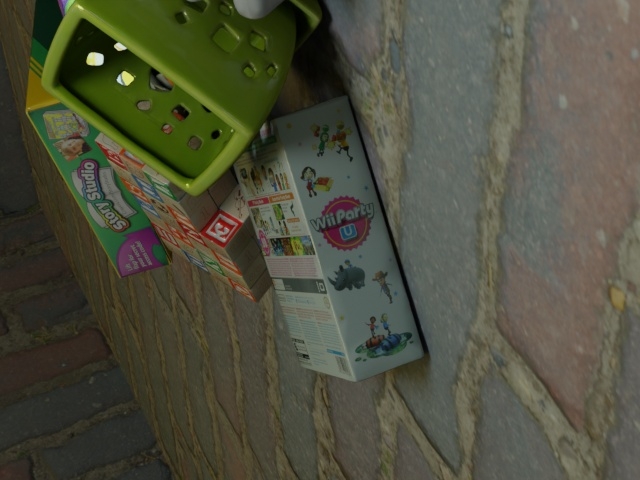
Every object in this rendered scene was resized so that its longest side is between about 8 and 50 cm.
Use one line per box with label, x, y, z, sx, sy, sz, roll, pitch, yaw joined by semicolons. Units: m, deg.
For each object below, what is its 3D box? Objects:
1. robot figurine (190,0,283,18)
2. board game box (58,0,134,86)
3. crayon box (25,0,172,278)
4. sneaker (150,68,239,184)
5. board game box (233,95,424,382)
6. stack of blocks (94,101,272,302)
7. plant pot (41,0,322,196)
robot figurine;-0.081;-0.382;1.106;0.300;0.200;0.353;18;136;21
board game box;-0.272;-0.286;1.780;0.144;0.142;0.275;-41;-66;-80
crayon box;-0.345;-0.176;1.967;0.313;0.106;0.363;-101;-8;-47
sneaker;-0.173;-0.182;1.643;0.271;0.100;0.108;54;179;-2
board game box;0.000;0.000;1.430;0.224;0.097;0.303;-2;107;71
stack of blocks;-0.159;-0.050;1.610;0.171;0.087;0.297;29;163;26
plant pot;-0.142;-0.214;1.334;0.228;0.207;0.227;37;154;-9
